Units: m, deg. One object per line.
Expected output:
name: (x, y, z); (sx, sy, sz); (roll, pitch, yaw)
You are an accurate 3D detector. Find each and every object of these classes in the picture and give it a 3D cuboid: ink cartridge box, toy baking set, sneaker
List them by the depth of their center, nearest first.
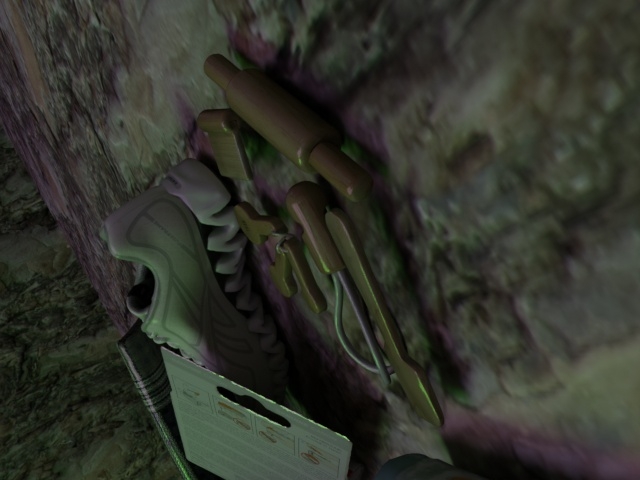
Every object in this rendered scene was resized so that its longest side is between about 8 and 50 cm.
toy baking set: (-0.002, -0.006, 0.455); (0.256, 0.030, 0.196); (41, 155, 41)
ink cartridge box: (-0.048, 0.175, 0.651); (0.181, 0.056, 0.224); (22, 140, 15)
sneaker: (-0.114, 0.068, 0.678); (0.110, 0.118, 0.292); (31, 146, 49)

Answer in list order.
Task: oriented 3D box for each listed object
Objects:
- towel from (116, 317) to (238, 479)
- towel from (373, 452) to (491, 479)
towel: (-0.162, 0.212, 0.910); (0.324, 0.056, 0.312); (-115, -1, -79)
towel: (0.178, 0.298, 0.341); (0.374, 0.090, 0.320); (65, 155, -5)
